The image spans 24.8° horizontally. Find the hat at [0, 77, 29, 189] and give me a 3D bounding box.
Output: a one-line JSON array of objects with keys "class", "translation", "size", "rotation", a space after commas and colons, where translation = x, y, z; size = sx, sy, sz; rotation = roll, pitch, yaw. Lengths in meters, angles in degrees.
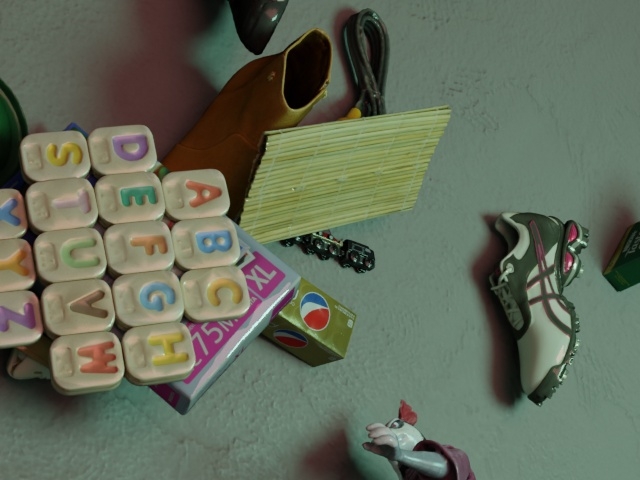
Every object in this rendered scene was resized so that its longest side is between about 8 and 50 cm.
[{"class": "hat", "translation": [-0.356, -0.149, 1.457], "size": [0.208, 0.183, 0.173], "rotation": [9, 67, -33]}]

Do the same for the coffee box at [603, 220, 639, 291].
[{"class": "coffee box", "translation": [0.478, -0.005, 1.996], "size": [0.040, 0.184, 0.113], "rotation": [43, 54, -10]}]

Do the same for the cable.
[{"class": "cable", "translation": [0.073, -0.167, 1.844], "size": [0.139, 0.072, 0.287], "rotation": [31, 57, -26]}]

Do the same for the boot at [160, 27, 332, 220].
[{"class": "boot", "translation": [-0.094, -0.100, 1.608], "size": [0.104, 0.211, 0.295], "rotation": [35, 55, -19]}]

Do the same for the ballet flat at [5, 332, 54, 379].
[{"class": "ballet flat", "translation": [-0.319, 0.098, 1.470], "size": [0.232, 0.080, 0.073], "rotation": [31, 84, -19]}]

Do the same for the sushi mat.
[{"class": "sushi mat", "translation": [0.025, -0.076, 1.655], "size": [0.316, 0.151, 0.019], "rotation": [-13, 45, -45]}]

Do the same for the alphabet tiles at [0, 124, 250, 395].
[{"class": "alphabet tiles", "translation": [-0.216, 0.013, 1.454], "size": [0.278, 0.021, 0.284], "rotation": [-5, 65, -17]}]

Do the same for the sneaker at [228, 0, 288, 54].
[{"class": "sneaker", "translation": [-0.125, -0.329, 1.732], "size": [0.163, 0.106, 0.281], "rotation": [19, 33, -17]}]

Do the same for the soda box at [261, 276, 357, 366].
[{"class": "soda box", "translation": [-0.047, 0.072, 1.656], "size": [0.181, 0.058, 0.061], "rotation": [35, 55, -28]}]

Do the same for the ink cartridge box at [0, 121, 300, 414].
[{"class": "ink cartridge box", "translation": [-0.197, 0.013, 1.507], "size": [0.311, 0.065, 0.186], "rotation": [38, 63, 9]}]

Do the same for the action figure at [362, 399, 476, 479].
[{"class": "action figure", "translation": [0.154, 0.325, 1.565], "size": [0.276, 0.248, 0.370], "rotation": [-1, 51, -21]}]

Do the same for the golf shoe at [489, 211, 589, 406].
[{"class": "golf shoe", "translation": [0.270, 0.085, 1.880], "size": [0.120, 0.105, 0.272], "rotation": [18, 55, -11]}]

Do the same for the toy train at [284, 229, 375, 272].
[{"class": "toy train", "translation": [0.000, 0.000, 1.753], "size": [0.158, 0.027, 0.036], "rotation": [20, 57, -28]}]
